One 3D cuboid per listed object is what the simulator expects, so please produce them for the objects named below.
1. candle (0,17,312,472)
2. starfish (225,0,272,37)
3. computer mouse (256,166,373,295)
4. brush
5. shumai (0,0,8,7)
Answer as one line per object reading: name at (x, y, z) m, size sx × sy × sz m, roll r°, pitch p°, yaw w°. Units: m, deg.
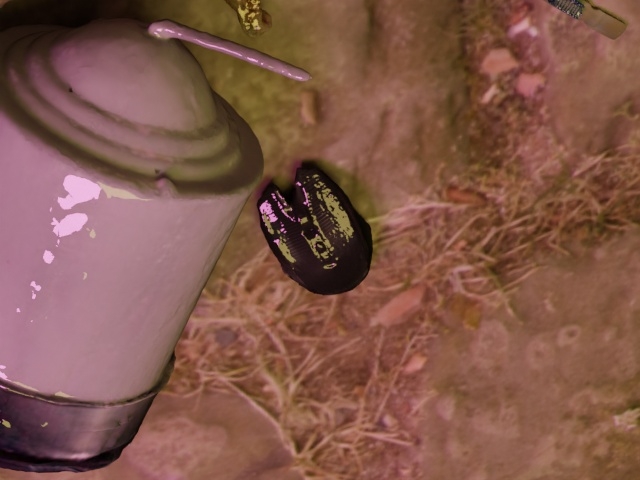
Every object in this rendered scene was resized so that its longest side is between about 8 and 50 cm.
candle at (-0.170, -0.019, 1.315) m, size 0.221 × 0.221 × 0.342 m, roll 12°, pitch 119°, yaw -29°
starfish at (-0.077, -0.215, 1.298) m, size 0.150 × 0.053 × 0.210 m, roll -22°, pitch 134°, yaw 3°
computer mouse at (0.000, 0.000, 1.507) m, size 0.079 × 0.047 × 0.135 m, roll -29°, pitch 130°, yaw 2°
brush at (0.203, -0.173, 1.467) m, size 0.083 × 0.013 × 0.016 m, roll 23°, pitch 115°, yaw -36°
shumai at (-0.250, -0.185, 1.157) m, size 0.222 × 0.204 × 0.272 m, roll 22°, pitch 120°, yaw -34°
